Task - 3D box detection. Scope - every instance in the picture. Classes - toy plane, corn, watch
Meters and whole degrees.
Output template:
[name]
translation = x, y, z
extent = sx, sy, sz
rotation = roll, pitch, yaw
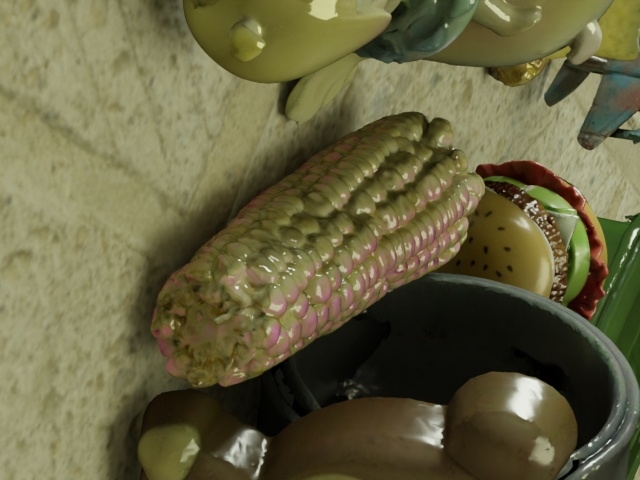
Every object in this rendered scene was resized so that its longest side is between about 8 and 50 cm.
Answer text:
[toy plane]
translation = 0.339, -0.175, 1.707
extent = 0.104, 0.326, 0.223
rotation = 21, 87, -44
[corn]
translation = 0.000, 0.002, 1.331
extent = 0.335, 0.127, 0.126
rotation = -30, 133, -51
[watch]
translation = 0.058, 0.159, 1.372
extent = 0.327, 0.335, 0.314
rotation = -63, 160, -58

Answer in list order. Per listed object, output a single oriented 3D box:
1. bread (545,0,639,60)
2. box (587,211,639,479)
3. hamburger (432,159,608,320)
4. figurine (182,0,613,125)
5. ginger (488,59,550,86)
[bread]
translation = 0.164, -0.297, 1.518
extent = 0.236, 0.198, 0.263
rotation = -97, -168, -60
[box]
translation = 0.233, 0.125, 1.847
extent = 0.252, 0.178, 0.328
rotation = -63, 153, -24
[hamburger]
translation = 0.156, 0.016, 1.630
extent = 0.137, 0.175, 0.175
rotation = -15, 122, -45
[figurine]
translation = 0.034, -0.165, 1.244
extent = 0.394, 0.226, 0.274
rotation = -23, 156, -52
[ginger]
translation = 0.211, -0.209, 1.686
extent = 0.165, 0.096, 0.067
rotation = -35, 137, -6
